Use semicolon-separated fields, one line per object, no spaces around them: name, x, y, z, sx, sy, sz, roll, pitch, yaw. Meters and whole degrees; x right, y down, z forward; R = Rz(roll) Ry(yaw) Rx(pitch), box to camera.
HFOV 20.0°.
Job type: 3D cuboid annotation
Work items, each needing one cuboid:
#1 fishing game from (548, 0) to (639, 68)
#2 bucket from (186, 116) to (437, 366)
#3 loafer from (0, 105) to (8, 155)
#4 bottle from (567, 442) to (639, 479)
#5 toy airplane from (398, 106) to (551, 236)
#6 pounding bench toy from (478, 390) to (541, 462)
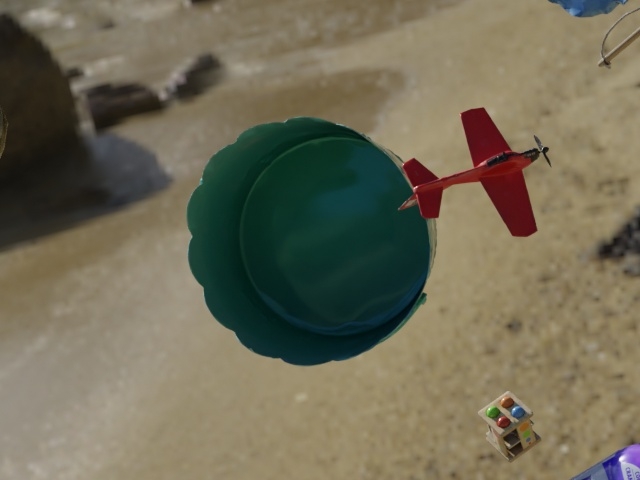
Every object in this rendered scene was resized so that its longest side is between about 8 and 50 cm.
fishing game;0.287;-0.321;1.886;0.041;0.264;0.189;-6;-24;-38
bucket;0.000;0.000;2.020;0.281;0.281;0.183;-9;0;12
loafer;-0.337;-0.073;1.424;0.251;0.094;0.087;-9;-13;30
bottle;0.296;0.248;1.661;0.092;0.118;0.283;14;-39;-42
toy airplane;0.141;-0.062;1.690;0.151;0.028;0.151;-4;62;8
pounding bench toy;0.231;0.226;2.311;0.052;0.065;0.083;-34;43;-13
